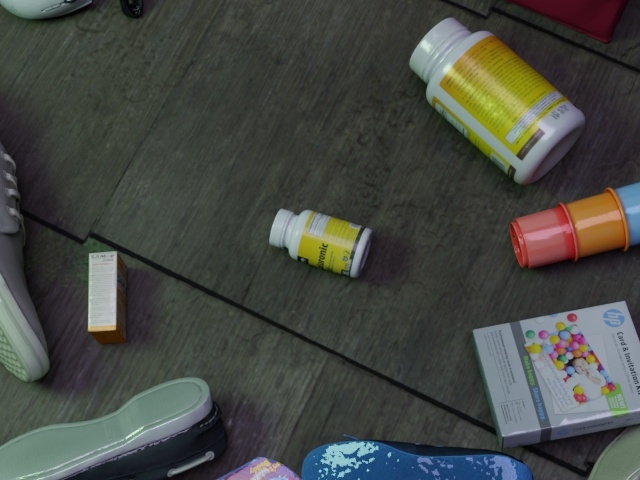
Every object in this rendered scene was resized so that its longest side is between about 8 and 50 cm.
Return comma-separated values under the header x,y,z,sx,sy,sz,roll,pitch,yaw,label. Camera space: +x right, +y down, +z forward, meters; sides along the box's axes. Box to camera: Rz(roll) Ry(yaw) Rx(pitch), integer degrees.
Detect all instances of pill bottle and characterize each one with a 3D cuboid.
x,y,z,sx,sy,sz,roll,pitch,yaw,label
0.000,0.000,1.507,0.116,0.065,0.065,18,72,9,pill bottle
0.214,-0.177,1.531,0.117,0.117,0.215,-42,74,-11,pill bottle

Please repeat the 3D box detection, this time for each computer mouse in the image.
x,y,z,sx,sy,sz,roll,pitch,yaw,label
-0.338,-0.320,1.627,0.193,0.106,0.042,-7,64,9,computer mouse

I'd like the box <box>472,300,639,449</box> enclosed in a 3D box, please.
x,y,z,sx,sy,sz,roll,pitch,yaw,label
0.283,0.155,1.436,0.186,0.038,0.145,-9,55,-2,box

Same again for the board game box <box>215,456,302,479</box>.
x,y,z,sx,sy,sz,roll,pitch,yaw,label
-0.085,0.326,1.413,0.168,0.033,0.133,-27,72,-7,board game box

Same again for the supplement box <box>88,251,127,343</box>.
x,y,z,sx,sy,sz,roll,pitch,yaw,label
-0.256,0.070,1.496,0.036,0.062,0.098,-4,71,2,supplement box

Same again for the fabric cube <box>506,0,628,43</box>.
x,y,z,sx,sy,sz,roll,pitch,yaw,label
0.313,-0.450,1.549,0.254,0.258,0.259,24,73,10,fabric cube

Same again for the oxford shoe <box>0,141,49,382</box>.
x,y,z,sx,sy,sz,roll,pitch,yaw,label
-0.417,-0.038,1.501,0.130,0.169,0.449,-21,69,-28,oxford shoe

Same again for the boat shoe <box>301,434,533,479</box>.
x,y,z,sx,sy,sz,roll,pitch,yaw,label
0.109,0.279,1.390,0.258,0.089,0.109,5,82,18,boat shoe

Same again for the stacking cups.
x,y,z,sx,sy,sz,roll,pitch,yaw,label
0.386,-0.040,1.486,0.316,0.096,0.096,-13,71,-2,stacking cups

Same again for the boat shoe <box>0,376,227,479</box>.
x,y,z,sx,sy,sz,roll,pitch,yaw,label
-0.254,0.255,1.410,0.302,0.091,0.114,-18,27,2,boat shoe

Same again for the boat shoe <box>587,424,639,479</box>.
x,y,z,sx,sy,sz,roll,pitch,yaw,label
0.351,0.286,1.396,0.079,0.084,0.233,48,68,-22,boat shoe
